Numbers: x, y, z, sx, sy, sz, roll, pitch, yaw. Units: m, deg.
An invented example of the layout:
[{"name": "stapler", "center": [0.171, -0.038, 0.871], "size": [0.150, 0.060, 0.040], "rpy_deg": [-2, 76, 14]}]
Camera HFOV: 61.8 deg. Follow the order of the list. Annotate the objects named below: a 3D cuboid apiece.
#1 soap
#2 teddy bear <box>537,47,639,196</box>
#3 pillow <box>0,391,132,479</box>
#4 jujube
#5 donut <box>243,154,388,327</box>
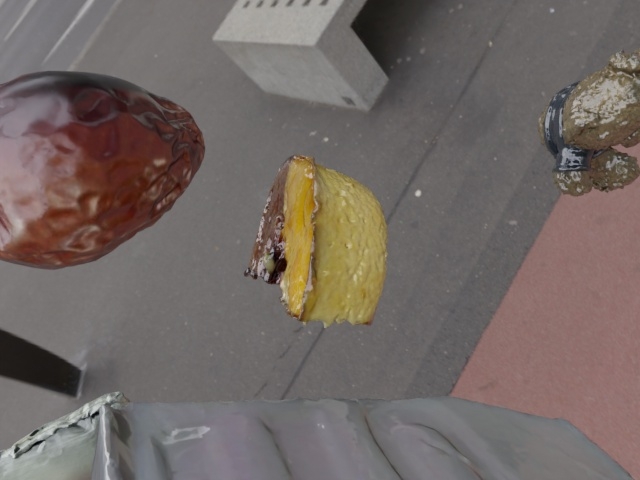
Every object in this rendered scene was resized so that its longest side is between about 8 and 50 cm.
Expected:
[{"name": "soap", "center": [0.059, 0.282, 0.378], "size": [0.350, 0.434, 0.213], "rpy_deg": [-131, 51, -61]}, {"name": "teddy bear", "center": [0.323, -0.135, 0.629], "size": [0.129, 0.251, 0.182], "rpy_deg": [19, 94, 27]}, {"name": "pillow", "center": [-0.266, 0.226, 0.487], "size": [0.229, 0.128, 0.051], "rpy_deg": [-23, 40, -26]}, {"name": "jujube", "center": [-0.199, -0.070, 0.468], "size": [0.168, 0.168, 0.236], "rpy_deg": [-18, 14, 30]}, {"name": "donut", "center": [0.000, 0.000, 0.488], "size": [0.217, 0.085, 0.141], "rpy_deg": [-144, 67, -71]}]
